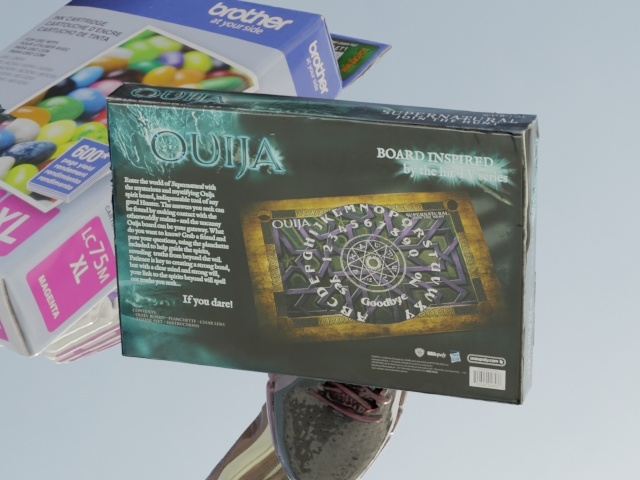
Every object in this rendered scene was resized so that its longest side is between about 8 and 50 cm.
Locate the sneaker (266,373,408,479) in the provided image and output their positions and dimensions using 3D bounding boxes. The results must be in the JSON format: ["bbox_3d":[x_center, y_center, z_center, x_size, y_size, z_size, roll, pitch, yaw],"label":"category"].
[{"bbox_3d":[0.023,0.066,1.326,0.106,0.162,0.281,16,-78,1],"label":"sneaker"}]

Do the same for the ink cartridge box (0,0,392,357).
[{"bbox_3d":[-0.123,-0.067,1.064,0.311,0.186,0.065,-40,-49,-35],"label":"ink cartridge box"}]

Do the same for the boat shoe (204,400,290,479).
[{"bbox_3d":[-0.023,0.186,1.606,0.095,0.095,0.257,-48,-5,-42],"label":"boat shoe"}]

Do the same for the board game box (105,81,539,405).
[{"bbox_3d":[0.000,0.000,0.811,0.026,0.186,0.126,-50,-37,-62],"label":"board game box"}]

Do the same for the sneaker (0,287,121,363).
[{"bbox_3d":[-0.215,0.033,1.510,0.095,0.104,0.236,-27,-19,15],"label":"sneaker"}]
